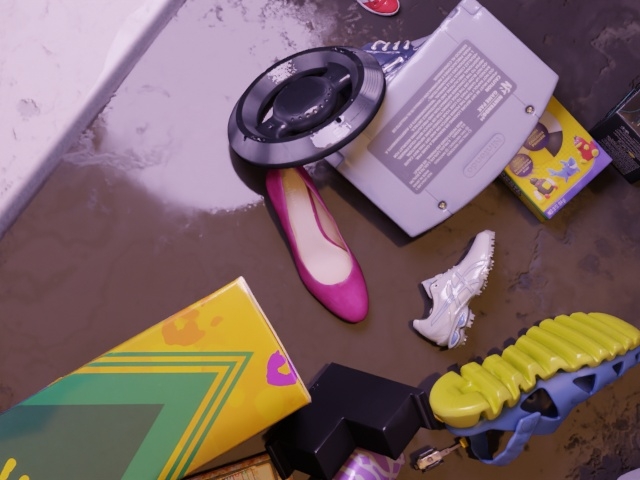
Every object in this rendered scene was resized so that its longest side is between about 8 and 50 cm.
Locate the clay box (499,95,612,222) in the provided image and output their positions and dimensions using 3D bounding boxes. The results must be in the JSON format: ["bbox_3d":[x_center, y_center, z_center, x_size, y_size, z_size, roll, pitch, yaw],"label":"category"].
[{"bbox_3d":[0.287,-0.149,1.725,0.127,0.053,0.222,-43,88,-6],"label":"clay box"}]

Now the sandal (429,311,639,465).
[{"bbox_3d":[0.301,0.203,1.667,0.317,0.126,0.138,-22,117,-11],"label":"sandal"}]

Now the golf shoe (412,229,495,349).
[{"bbox_3d":[0.186,0.059,1.691,0.086,0.069,0.176,22,82,5],"label":"golf shoe"}]

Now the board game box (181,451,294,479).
[{"bbox_3d":[-0.118,0.376,1.644,0.193,0.045,0.147,-16,84,-5],"label":"board game box"}]

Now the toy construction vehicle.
[{"bbox_3d":[0.143,0.271,1.682,0.098,0.035,0.086,-28,75,-9],"label":"toy construction vehicle"}]

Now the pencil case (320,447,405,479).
[{"bbox_3d":[0.026,0.338,1.613,0.206,0.088,0.086,-46,124,-27],"label":"pencil case"}]

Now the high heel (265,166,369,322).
[{"bbox_3d":[0.000,0.000,1.658,0.082,0.117,0.244,-23,85,-6],"label":"high heel"}]

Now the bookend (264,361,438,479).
[{"bbox_3d":[0.041,0.251,1.575,0.156,0.157,0.072,-49,133,-32],"label":"bookend"}]

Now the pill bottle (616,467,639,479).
[{"bbox_3d":[0.514,0.471,1.593,0.204,0.204,0.361,-14,84,-5],"label":"pill bottle"}]

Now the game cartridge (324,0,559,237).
[{"bbox_3d":[0.172,-0.159,1.667,0.198,0.062,0.297,42,94,-6],"label":"game cartridge"}]

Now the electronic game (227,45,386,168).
[{"bbox_3d":[-0.020,-0.182,1.651,0.229,0.229,0.048,-36,131,-7],"label":"electronic game"}]

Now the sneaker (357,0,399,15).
[{"bbox_3d":[0.063,-0.364,1.729,0.118,0.067,0.042,35,83,1],"label":"sneaker"}]

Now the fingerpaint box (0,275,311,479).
[{"bbox_3d":[-0.214,0.214,1.457,0.371,0.445,0.163,-30,85,-6],"label":"fingerpaint box"}]

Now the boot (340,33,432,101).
[{"bbox_3d":[0.106,-0.259,1.718,0.190,0.069,0.086,-43,91,-5],"label":"boot"}]

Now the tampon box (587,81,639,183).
[{"bbox_3d":[0.458,-0.162,1.683,0.120,0.161,0.101,-43,88,-6],"label":"tampon box"}]
